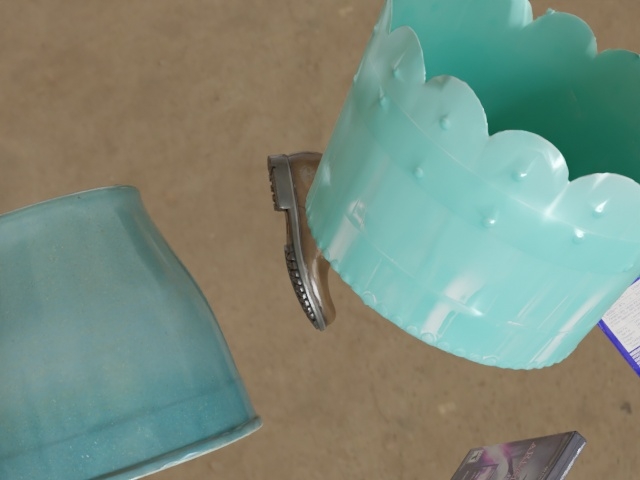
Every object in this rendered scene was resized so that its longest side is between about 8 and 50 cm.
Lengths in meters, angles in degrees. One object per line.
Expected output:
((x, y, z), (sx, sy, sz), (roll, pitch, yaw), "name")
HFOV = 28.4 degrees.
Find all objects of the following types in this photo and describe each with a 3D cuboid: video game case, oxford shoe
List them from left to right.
((0.000, 0.000, 1.569), (0.096, 0.227, 0.083), (-11, 9, -10), "oxford shoe")
((0.199, 0.324, 1.537), (0.026, 0.274, 0.196), (41, 67, -5), "video game case")

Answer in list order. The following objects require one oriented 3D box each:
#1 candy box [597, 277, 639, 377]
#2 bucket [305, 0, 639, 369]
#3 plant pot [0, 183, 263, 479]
((0.378, 0.038, 1.636), (0.122, 0.268, 0.317), (-37, 99, 10), "candy box")
((0.134, -0.052, 0.933), (0.281, 0.183, 0.281), (21, 32, -13), "bucket")
((-0.222, 0.093, 1.173), (0.272, 0.271, 0.255), (-19, 88, 2), "plant pot")
